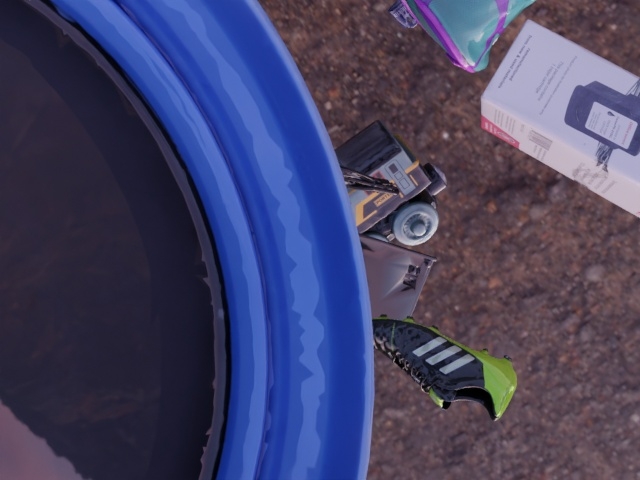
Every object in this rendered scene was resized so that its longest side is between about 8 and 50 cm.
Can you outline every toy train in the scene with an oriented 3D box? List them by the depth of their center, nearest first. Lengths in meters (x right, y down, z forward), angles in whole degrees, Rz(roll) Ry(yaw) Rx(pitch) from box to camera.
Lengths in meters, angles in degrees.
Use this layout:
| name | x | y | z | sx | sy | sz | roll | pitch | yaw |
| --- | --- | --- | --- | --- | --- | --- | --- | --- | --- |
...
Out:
| name | x | y | z | sx | sy | sz | roll | pitch | yaw |
| --- | --- | --- | --- | --- | --- | --- | --- | --- | --- |
| toy train | 0.035 | -0.039 | 1.530 | 0.334 | 0.142 | 0.190 | -35 | 126 | 7 |

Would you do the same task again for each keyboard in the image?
| name | x | y | z | sx | sy | sz | roll | pitch | yaw |
| --- | --- | --- | --- | --- | --- | --- | --- | --- | --- |
| keyboard | 0.000 | 0.000 | 1.054 | 0.317 | 0.033 | 0.201 | 17 | 99 | -36 |

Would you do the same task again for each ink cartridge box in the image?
| name | x | y | z | sx | sy | sz | roll | pitch | yaw |
| --- | --- | --- | --- | --- | --- | --- | --- | --- | --- |
| ink cartridge box | 0.299 | -0.120 | 1.051 | 0.237 | 0.172 | 0.100 | 31 | 92 | 10 |

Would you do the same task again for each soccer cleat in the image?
| name | x | y | z | sx | sy | sz | roll | pitch | yaw |
| --- | --- | --- | --- | --- | --- | --- | --- | --- | --- |
| soccer cleat | 0.118 | 0.133 | 1.029 | 0.179 | 0.072 | 0.060 | 20 | 152 | 9 |

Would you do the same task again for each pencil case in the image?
| name | x | y | z | sx | sy | sz | roll | pitch | yaw |
| --- | --- | --- | --- | --- | --- | --- | --- | --- | --- |
| pencil case | 0.102 | -0.148 | 0.451 | 0.152 | 0.064 | 0.070 | -42 | 131 | 2 |

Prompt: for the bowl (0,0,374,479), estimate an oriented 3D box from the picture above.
| name | x | y | z | sx | sy | sz | roll | pitch | yaw |
| --- | --- | --- | --- | --- | --- | --- | --- | --- | --- |
| bowl | -0.140 | 0.040 | 0.320 | 0.077 | 0.391 | 0.391 | -9 | 142 | 45 |
